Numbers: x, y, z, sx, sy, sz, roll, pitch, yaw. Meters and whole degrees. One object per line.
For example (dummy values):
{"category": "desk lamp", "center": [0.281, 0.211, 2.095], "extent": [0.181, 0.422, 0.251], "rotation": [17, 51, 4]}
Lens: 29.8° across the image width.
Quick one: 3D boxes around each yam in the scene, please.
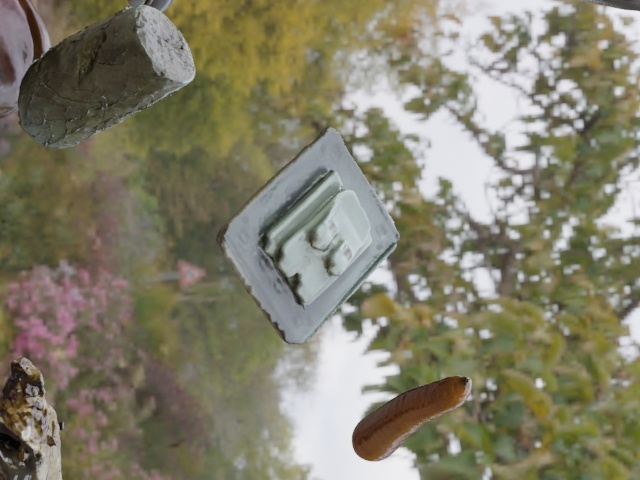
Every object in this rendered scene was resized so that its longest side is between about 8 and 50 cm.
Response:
{"category": "yam", "center": [-0.202, -0.160, 1.154], "extent": [0.183, 0.107, 0.107], "rotation": [-17, -105, 37]}

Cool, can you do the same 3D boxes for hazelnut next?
{"category": "hazelnut", "center": [-0.383, -0.197, 1.252], "extent": [0.204, 0.178, 0.178], "rotation": [-14, 99, -78]}

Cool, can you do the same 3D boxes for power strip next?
{"category": "power strip", "center": [0.000, 0.000, 1.439], "extent": [0.064, 0.213, 0.198], "rotation": [17, -32, 52]}

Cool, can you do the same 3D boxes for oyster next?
{"category": "oyster", "center": [-0.352, 0.292, 1.348], "extent": [0.078, 0.128, 0.345], "rotation": [-33, 137, -62]}

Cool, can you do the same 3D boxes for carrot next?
{"category": "carrot", "center": [0.067, 0.133, 0.911], "extent": [0.190, 0.037, 0.037], "rotation": [129, -46, -61]}

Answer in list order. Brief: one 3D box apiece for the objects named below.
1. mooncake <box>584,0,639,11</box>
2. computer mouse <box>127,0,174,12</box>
{"category": "mooncake", "center": [0.238, -0.289, 0.901], "extent": [0.245, 0.133, 0.245], "rotation": [11, 90, -67]}
{"category": "computer mouse", "center": [-0.186, -0.304, 1.376], "extent": [0.096, 0.066, 0.039], "rotation": [-65, -152, 16]}
